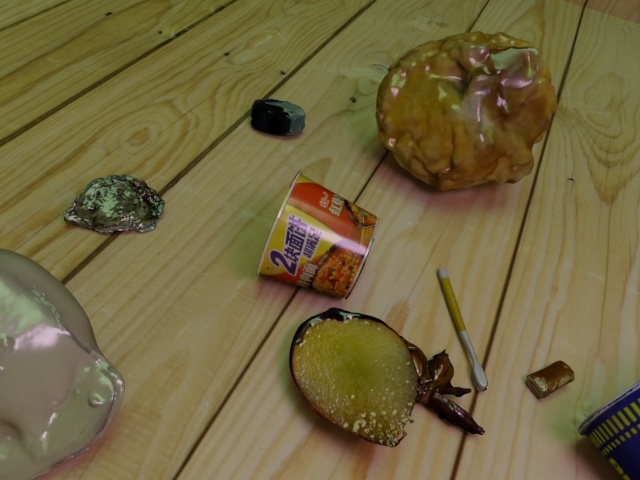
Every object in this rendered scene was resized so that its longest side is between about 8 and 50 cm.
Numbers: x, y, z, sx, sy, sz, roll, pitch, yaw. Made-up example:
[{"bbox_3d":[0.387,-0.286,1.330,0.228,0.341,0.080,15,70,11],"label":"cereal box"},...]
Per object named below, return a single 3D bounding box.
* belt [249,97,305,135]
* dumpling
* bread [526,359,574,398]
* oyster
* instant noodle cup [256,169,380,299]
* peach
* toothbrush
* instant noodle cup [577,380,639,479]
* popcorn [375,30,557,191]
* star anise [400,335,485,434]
[{"bbox_3d":[-0.105,-0.302,1.532,0.139,0.058,0.105,15,36,8],"label":"belt"},{"bbox_3d":[-0.471,0.176,0.858,0.395,0.233,0.316,34,77,4],"label":"dumpling"},{"bbox_3d":[0.399,0.241,1.079,0.083,0.036,0.047,-16,41,-27],"label":"bread"},{"bbox_3d":[-0.395,-0.067,1.207,0.177,0.064,0.125,13,56,-15],"label":"oyster"},{"bbox_3d":[0.000,0.000,1.133,0.174,0.213,0.213,22,42,-1],"label":"instant noodle cup"},{"bbox_3d":[0.058,0.219,0.973,0.188,0.068,0.279,-19,43,-8],"label":"peach"},{"bbox_3d":[0.257,0.155,1.150,0.021,0.024,0.288,5,40,-12],"label":"toothbrush"},{"bbox_3d":[0.570,0.337,0.866,0.284,0.284,0.312,-12,55,-25],"label":"instant noodle cup"},{"bbox_3d":[0.331,-0.294,1.427,0.389,0.344,0.354,-1,21,34],"label":"popcorn"},{"bbox_3d":[0.172,0.224,1.026,0.212,0.054,0.157,13,46,6],"label":"star anise"}]
